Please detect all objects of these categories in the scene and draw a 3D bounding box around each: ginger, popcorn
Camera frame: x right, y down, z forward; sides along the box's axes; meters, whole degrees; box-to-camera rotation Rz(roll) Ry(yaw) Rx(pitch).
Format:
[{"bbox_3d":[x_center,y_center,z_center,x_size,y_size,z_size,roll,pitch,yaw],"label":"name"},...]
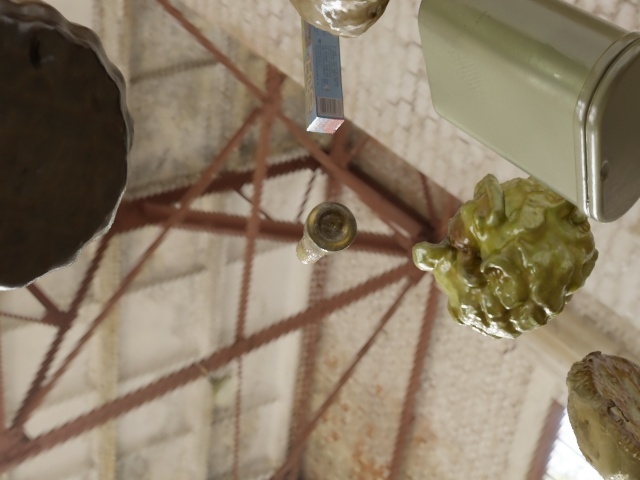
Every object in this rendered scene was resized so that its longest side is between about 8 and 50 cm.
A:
[{"bbox_3d":[0.039,-0.238,1.160,0.115,0.193,0.123,-41,-55,-16],"label":"ginger"},{"bbox_3d":[0.244,0.014,1.684,0.181,0.216,0.235,-43,-23,-53],"label":"popcorn"}]

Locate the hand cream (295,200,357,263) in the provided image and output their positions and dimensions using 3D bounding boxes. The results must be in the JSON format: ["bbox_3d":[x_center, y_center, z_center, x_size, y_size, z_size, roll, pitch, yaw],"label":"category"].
[{"bbox_3d":[0.000,0.000,2.136,0.084,0.084,0.203,-38,-4,-18],"label":"hand cream"}]

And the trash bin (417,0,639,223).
[{"bbox_3d":[0.233,-0.161,1.358,0.121,0.247,0.243,-43,-34,-17],"label":"trash bin"}]

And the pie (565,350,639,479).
[{"bbox_3d":[0.436,0.271,1.688,0.092,0.315,0.315,-47,-30,23],"label":"pie"}]

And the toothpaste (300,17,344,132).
[{"bbox_3d":[-0.002,-0.248,1.831,0.044,0.193,0.070,4,-20,-19],"label":"toothpaste"}]

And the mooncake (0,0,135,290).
[{"bbox_3d":[-0.317,-0.095,1.183,0.290,0.161,0.290,-13,-68,-37],"label":"mooncake"}]
